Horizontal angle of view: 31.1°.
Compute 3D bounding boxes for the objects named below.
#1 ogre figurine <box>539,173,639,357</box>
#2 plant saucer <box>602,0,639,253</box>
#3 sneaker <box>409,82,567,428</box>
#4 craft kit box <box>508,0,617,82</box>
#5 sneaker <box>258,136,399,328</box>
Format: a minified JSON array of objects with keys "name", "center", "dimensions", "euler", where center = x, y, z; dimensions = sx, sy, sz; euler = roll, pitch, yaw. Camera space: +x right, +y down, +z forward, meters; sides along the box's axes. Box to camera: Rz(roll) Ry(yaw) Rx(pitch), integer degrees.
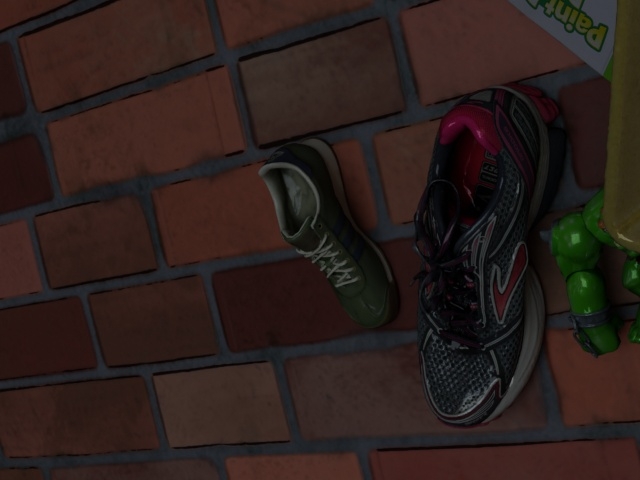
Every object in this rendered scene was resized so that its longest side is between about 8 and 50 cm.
[{"name":"ogre figurine","center":[0.255,0.001,0.885],"dimensions":[0.118,0.097,0.197],"euler":[47,140,-4]},{"name":"plant saucer","center":[0.342,-0.112,0.669],"dimensions":[0.333,0.081,0.332],"euler":[19,128,33]},{"name":"sneaker","center":[0.120,0.018,0.965],"dimensions":[0.121,0.112,0.299],"euler":[13,108,32]},{"name":"craft kit box","center":[0.232,-0.240,0.811],"dimensions":[0.250,0.061,0.246],"euler":[45,142,24]},{"name":"sneaker","center":[0.000,0.000,1.059],"dimensions":[0.064,0.086,0.192],"euler":[-26,85,36]}]
